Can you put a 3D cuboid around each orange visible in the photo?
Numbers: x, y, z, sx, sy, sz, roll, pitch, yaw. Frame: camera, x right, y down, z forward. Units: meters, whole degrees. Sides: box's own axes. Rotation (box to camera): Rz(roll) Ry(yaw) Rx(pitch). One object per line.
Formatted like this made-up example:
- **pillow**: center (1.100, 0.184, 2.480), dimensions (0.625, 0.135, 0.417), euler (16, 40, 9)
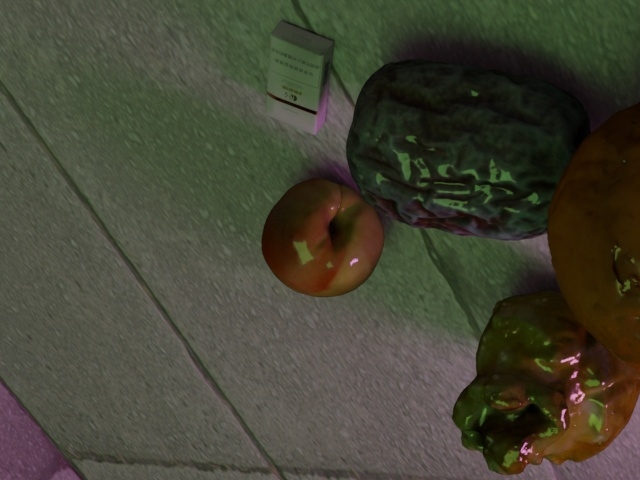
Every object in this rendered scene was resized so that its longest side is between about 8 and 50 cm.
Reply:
- **orange**: center (0.427, -0.005, 1.448), dimensions (0.340, 0.341, 0.293), euler (30, 172, 5)

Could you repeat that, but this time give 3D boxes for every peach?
- **peach**: center (0.000, 0.000, 1.899), dimensions (0.184, 0.184, 0.184), euler (20, 141, 18)

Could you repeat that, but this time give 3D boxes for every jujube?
- **jujube**: center (0.185, -0.112, 1.614), dimensions (0.317, 0.226, 0.226), euler (13, 138, 18)

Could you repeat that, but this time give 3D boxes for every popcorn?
- **popcorn**: center (0.313, 0.201, 1.816), dimensions (0.276, 0.276, 0.225), euler (41, 153, -9)

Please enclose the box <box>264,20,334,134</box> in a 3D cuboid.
- **box**: center (-0.031, -0.224, 1.781), dimensions (0.084, 0.040, 0.154), euler (22, 142, 12)
